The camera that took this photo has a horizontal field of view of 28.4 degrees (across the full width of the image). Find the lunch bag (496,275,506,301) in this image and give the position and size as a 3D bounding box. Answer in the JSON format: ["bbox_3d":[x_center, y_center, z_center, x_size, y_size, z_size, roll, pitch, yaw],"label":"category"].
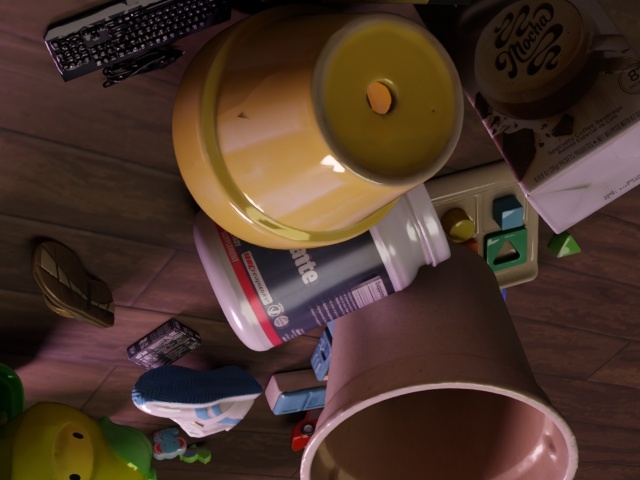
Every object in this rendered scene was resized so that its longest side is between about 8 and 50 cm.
[{"bbox_3d":[0.198,0.098,1.857,0.128,0.096,0.151,-17,135,-11],"label":"lunch bag"}]

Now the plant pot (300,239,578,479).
[{"bbox_3d":[0.135,0.175,1.619,0.333,0.305,0.334,-2,133,-2],"label":"plant pot"}]

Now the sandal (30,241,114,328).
[{"bbox_3d":[-0.310,0.063,1.552,0.049,0.072,0.180,-9,153,17],"label":"sandal"}]

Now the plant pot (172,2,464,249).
[{"bbox_3d":[0.011,-0.122,1.247,0.254,0.254,0.239,-3,177,-27],"label":"plant pot"}]

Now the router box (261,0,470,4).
[{"bbox_3d":[0.080,-0.366,1.190,0.242,0.081,0.309,-5,141,-25],"label":"router box"}]

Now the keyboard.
[{"bbox_3d":[-0.177,-0.205,1.292,0.192,0.038,0.100,-21,145,-3],"label":"keyboard"}]

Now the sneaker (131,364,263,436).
[{"bbox_3d":[-0.180,0.234,1.790,0.228,0.087,0.092,9,119,-50],"label":"sneaker"}]

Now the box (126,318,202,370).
[{"bbox_3d":[-0.216,0.147,1.747,0.083,0.018,0.067,-34,144,15],"label":"box"}]

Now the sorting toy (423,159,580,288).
[{"bbox_3d":[0.218,-0.004,1.720,0.347,0.047,0.196,-15,123,-12],"label":"sorting toy"}]

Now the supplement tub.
[{"bbox_3d":[0.000,0.000,1.529,0.272,0.191,0.191,-24,145,1],"label":"supplement tub"}]

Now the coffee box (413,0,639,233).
[{"bbox_3d":[0.237,-0.182,1.336,0.168,0.297,0.119,-34,147,12],"label":"coffee box"}]

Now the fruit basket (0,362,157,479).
[{"bbox_3d":[-0.404,0.286,1.516,0.392,0.392,0.283,-32,144,11],"label":"fruit basket"}]

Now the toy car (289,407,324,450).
[{"bbox_3d":[0.084,0.285,2.075,0.239,0.053,0.225,-34,144,16],"label":"toy car"}]

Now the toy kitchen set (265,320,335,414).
[{"bbox_3d":[0.023,0.225,1.859,0.122,0.166,0.207,-6,141,-25],"label":"toy kitchen set"}]

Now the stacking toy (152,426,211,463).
[{"bbox_3d":[-0.266,0.319,1.916,0.221,0.052,0.167,-14,144,-15],"label":"stacking toy"}]
